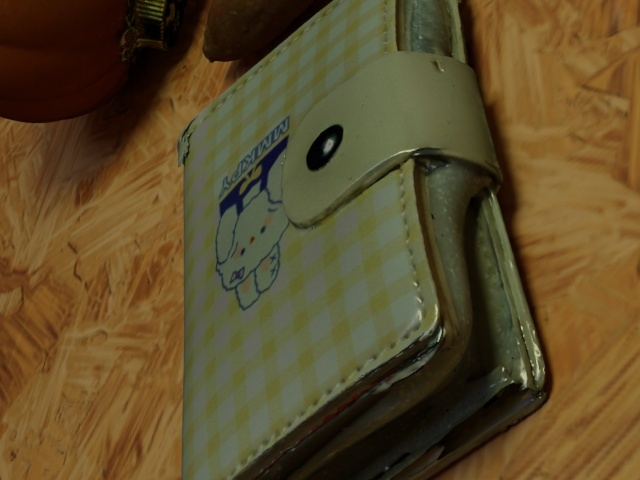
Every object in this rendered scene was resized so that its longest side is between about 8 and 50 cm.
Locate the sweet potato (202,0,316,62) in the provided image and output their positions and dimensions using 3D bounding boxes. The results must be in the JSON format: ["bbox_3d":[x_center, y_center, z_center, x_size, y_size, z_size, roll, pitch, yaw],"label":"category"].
[{"bbox_3d":[-0.006,-0.185,0.975,0.218,0.051,0.065,-43,33,27],"label":"sweet potato"}]

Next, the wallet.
[{"bbox_3d":[0.000,0.000,0.805,0.223,0.077,0.309,-44,34,32],"label":"wallet"}]

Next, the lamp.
[{"bbox_3d":[-0.195,-0.194,1.119,0.223,0.196,0.223,14,-90,-86],"label":"lamp"}]
